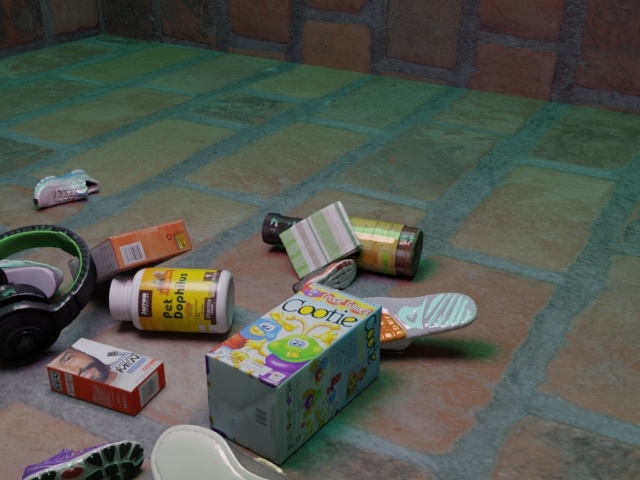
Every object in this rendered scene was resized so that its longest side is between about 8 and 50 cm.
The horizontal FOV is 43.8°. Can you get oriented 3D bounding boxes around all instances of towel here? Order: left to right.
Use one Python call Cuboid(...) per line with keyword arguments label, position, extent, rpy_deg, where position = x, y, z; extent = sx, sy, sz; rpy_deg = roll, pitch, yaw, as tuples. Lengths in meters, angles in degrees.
Cuboid(label="towel", position=(0.000, 0.000, 1.652), extent=(0.152, 0.113, 0.023), rpy_deg=(-29, -15, 15))

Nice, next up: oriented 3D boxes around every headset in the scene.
Cuboid(label="headset", position=(-0.572, 0.104, 1.367), extent=(0.243, 0.185, 0.394), rpy_deg=(24, 55, 25))

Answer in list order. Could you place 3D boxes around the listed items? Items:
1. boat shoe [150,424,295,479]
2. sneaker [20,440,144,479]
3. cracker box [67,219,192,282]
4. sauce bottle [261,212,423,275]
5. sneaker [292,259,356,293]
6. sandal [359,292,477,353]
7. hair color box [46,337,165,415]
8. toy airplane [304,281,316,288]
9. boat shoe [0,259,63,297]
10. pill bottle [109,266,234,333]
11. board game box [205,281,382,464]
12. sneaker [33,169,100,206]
Cuboid(label="boat shoe", position=(-0.103, 0.334, 1.041), extent=(0.304, 0.091, 0.109), rpy_deg=(17, 72, 38))
Cuboid(label="sneaker", position=(-0.334, 0.310, 1.114), extent=(0.169, 0.068, 0.071), rpy_deg=(-10, 22, -20))
Cuboid(label="cracker box", position=(-0.373, 0.030, 1.546), extent=(0.155, 0.067, 0.232), rpy_deg=(-17, -1, -38))
Cuboid(label="sauce bottle", position=(0.043, -0.001, 1.706), extent=(0.344, 0.112, 0.111), rpy_deg=(9, 27, 19))
Cuboid(label="sneaker", position=(0.006, 0.072, 1.616), extent=(0.157, 0.061, 0.064), rpy_deg=(-23, 28, -40))
Cuboid(label="sandal", position=(0.149, 0.157, 1.421), extent=(0.265, 0.076, 0.102), rpy_deg=(-6, 48, 12))
Cuboid(label="hair color box", position=(-0.350, 0.221, 1.305), extent=(0.167, 0.054, 0.093), rpy_deg=(10, 28, 21))
Cuboid(label="toy airplane", position=(-0.024, 0.143, 1.495), extent=(0.151, 0.028, 0.151), rpy_deg=(5, 42, -5))
Cuboid(label="boat shoe", position=(-0.633, 0.085, 1.554), extent=(0.257, 0.095, 0.084), rpy_deg=(3, 10, -1))
Cuboid(label="pill bottle", position=(-0.271, 0.109, 1.463), extent=(0.214, 0.117, 0.117), rpy_deg=(2, 26, 3))
Cuboid(label="board game box", position=(-0.035, 0.198, 1.259), extent=(0.142, 0.145, 0.275), rpy_deg=(18, 30, 31))
Cuboid(label="sneaker", position=(-0.631, -0.127, 1.993), extent=(0.082, 0.072, 0.190), rpy_deg=(20, 32, 24))
